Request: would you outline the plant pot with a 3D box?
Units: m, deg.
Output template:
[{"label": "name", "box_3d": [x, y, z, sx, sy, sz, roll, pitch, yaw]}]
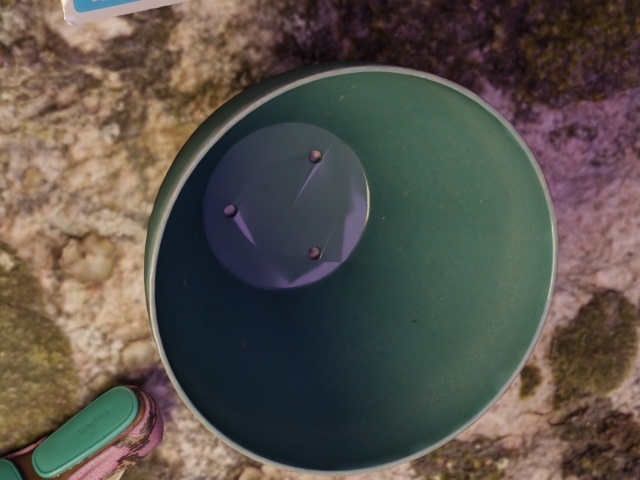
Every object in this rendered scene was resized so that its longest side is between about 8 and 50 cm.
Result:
[{"label": "plant pot", "box_3d": [0.000, 0.000, 1.079, 0.290, 0.195, 0.290, -5, 107, -16]}]

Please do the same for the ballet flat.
[{"label": "ballet flat", "box_3d": [-0.217, 0.194, 1.143, 0.221, 0.077, 0.079, -31, 132, -7]}]

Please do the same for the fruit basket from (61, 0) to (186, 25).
[{"label": "fruit basket", "box_3d": [-0.042, -0.338, 0.982, 0.327, 0.165, 0.353, -15, 116, -17]}]
